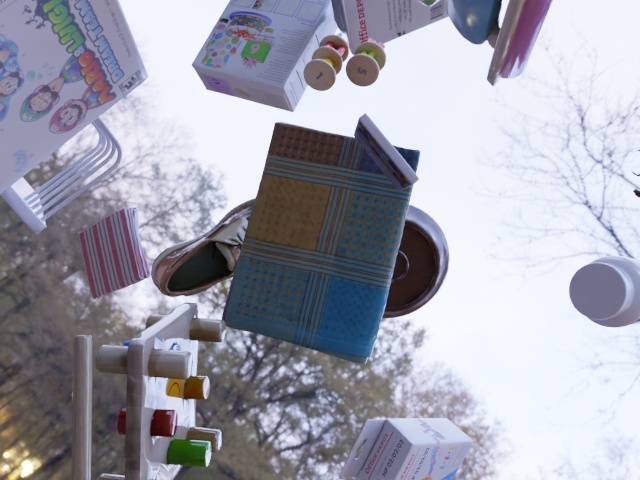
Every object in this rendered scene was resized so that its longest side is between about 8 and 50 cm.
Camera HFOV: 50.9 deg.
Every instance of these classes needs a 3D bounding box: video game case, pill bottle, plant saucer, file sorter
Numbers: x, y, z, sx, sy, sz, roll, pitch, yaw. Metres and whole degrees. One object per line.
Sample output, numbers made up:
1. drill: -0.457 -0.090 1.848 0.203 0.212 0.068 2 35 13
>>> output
1. video game case: 0.069 -0.093 0.733 0.087 0.011 0.122 51 1 -1
2. video game case: -0.182 -0.106 0.417 0.019 0.143 0.157 43 -15 12
3. pill bottle: 0.462 0.080 1.042 0.112 0.187 0.111 -5 -98 41
4. plant saucer: 0.174 0.058 1.682 0.310 0.311 0.050 58 6 -13
5. file sorter: -0.427 -0.160 1.009 0.192 0.173 0.278 56 -12 -24

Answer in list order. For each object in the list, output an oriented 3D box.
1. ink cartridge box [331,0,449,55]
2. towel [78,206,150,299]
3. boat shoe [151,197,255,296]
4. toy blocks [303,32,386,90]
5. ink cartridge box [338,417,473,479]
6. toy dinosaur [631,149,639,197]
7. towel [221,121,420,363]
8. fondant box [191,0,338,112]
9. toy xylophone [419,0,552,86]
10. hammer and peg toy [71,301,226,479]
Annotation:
1. ink cartridge box: 0.164 -0.538 1.390 0.211 0.289 0.121 70 -2 -64
2. towel: -0.404 0.028 1.313 0.197 0.029 0.144 -20 -100 40
3. boat shoe: -0.180 0.021 1.342 0.122 0.324 0.120 61 -9 -21
4. toy blocks: 0.049 -0.299 1.080 0.123 0.148 0.054 -1 -53 19
5. ink cartridge box: 0.124 0.314 0.963 0.062 0.181 0.104 36 -73 46
6. toy dinosaur: 0.557 -0.115 1.152 0.047 0.090 0.082 6 -94 26
7. towel: 0.000 0.000 1.149 0.272 0.369 0.040 14 0 14
8. fondant box: -0.107 -0.474 1.536 0.239 0.330 0.096 18 -20 20
9. toy xylophone: 0.044 -0.260 0.410 0.322 0.081 0.236 50 -5 23
10. hammer and peg toy: -0.228 0.236 0.924 0.128 0.361 0.265 4 -84 6
